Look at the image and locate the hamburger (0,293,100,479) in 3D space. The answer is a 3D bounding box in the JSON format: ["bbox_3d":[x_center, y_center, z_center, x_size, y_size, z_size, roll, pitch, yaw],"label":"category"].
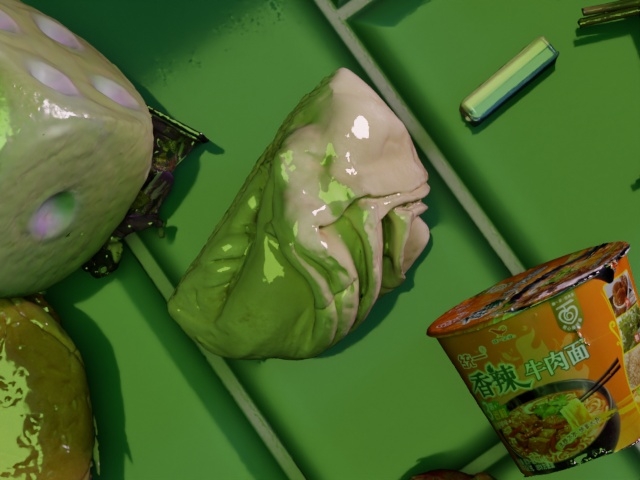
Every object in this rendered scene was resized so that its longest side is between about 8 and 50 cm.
[{"bbox_3d":[-0.337,0.183,1.820,0.282,0.155,0.245,31,83,2],"label":"hamburger"}]

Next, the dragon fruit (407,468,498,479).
[{"bbox_3d":[0.131,0.301,1.767,0.136,0.166,0.133,-56,42,32],"label":"dragon fruit"}]

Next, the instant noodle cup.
[{"bbox_3d":[0.249,0.128,1.734,0.230,0.230,0.182,-24,93,4],"label":"instant noodle cup"}]

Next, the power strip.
[{"bbox_3d":[0.205,-0.174,1.829,0.123,0.056,0.032,-40,85,3],"label":"power strip"}]

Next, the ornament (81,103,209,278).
[{"bbox_3d":[-0.196,-0.046,1.848,0.081,0.088,0.203,21,87,3],"label":"ornament"}]

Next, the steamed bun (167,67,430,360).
[{"bbox_3d":[-0.001,0.001,1.748,0.203,0.276,0.289,34,65,-4],"label":"steamed bun"}]

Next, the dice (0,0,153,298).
[{"bbox_3d":[-0.350,-0.103,1.750,0.250,0.252,0.254,44,106,27],"label":"dice"}]

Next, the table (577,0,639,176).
[{"bbox_3d":[0.364,-0.173,1.781,0.111,0.121,0.240,-21,84,4],"label":"table"}]
